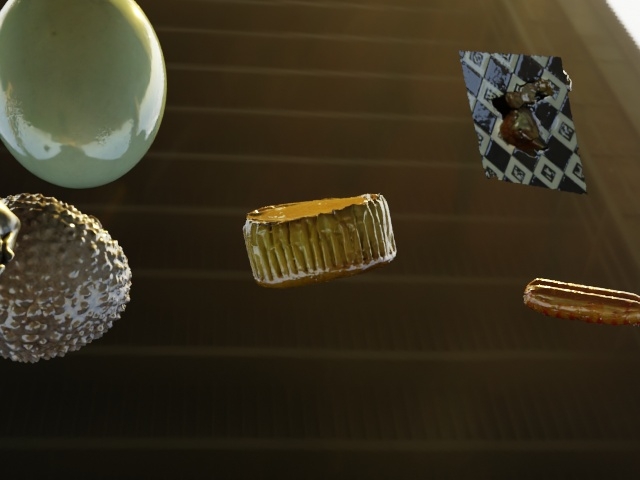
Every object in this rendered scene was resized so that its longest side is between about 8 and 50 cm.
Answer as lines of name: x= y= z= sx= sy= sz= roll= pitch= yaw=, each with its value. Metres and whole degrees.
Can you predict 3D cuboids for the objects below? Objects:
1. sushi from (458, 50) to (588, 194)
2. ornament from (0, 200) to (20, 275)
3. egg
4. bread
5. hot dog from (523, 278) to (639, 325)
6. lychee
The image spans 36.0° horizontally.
sushi: x=0.180 y=-0.106 z=0.844 sx=0.026 sy=0.126 sz=0.120 roll=-31 pitch=-152 yaw=-27
ornament: x=-0.397 y=-0.054 z=0.979 sx=0.080 sy=0.236 sz=0.202 roll=-21 pitch=-148 yaw=12
egg: x=-0.378 y=-0.252 z=1.529 sx=0.276 sy=0.276 sz=0.388 roll=-3 pitch=-125 yaw=-12
bread: x=0.000 y=0.000 z=1.719 sx=0.254 sy=0.142 sz=0.227 roll=-6 pitch=-177 yaw=14
hot dog: x=0.303 y=0.074 z=1.119 sx=0.144 sy=0.038 sz=0.062 roll=9 pitch=-166 yaw=13
lychee: x=-0.465 y=0.063 z=1.630 sx=0.300 sy=0.300 sz=0.300 roll=4 pitch=-142 yaw=-3
